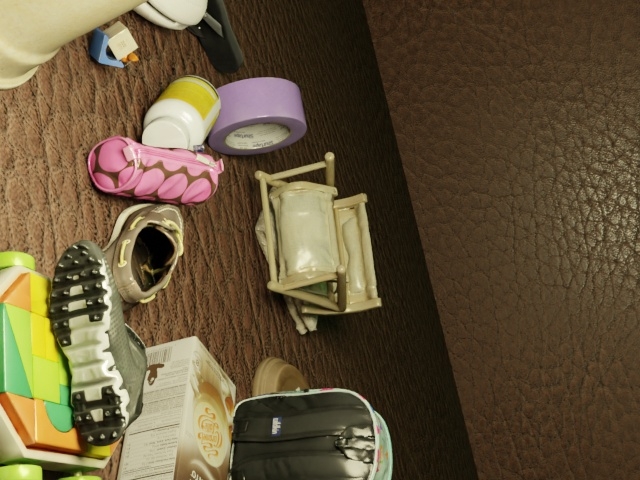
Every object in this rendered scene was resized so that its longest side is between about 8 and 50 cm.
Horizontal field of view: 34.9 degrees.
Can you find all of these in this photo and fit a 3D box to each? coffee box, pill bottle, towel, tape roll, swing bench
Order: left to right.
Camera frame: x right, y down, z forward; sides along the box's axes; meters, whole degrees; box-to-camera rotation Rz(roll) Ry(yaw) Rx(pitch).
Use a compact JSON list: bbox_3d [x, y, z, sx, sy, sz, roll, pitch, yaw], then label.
[{"bbox_3d":[-0.197,0.278,1.417,0.246,0.098,0.141,-89,156,-43],"label":"coffee box"},{"bbox_3d":[-0.234,-0.199,1.690,0.184,0.103,0.103,-72,144,-60],"label":"pill bottle"},{"bbox_3d":[-0.124,-0.232,1.922,0.189,0.189,0.080,27,50,-68],"label":"tape roll"},{"bbox_3d":[-0.058,0.042,2.146,0.187,0.049,0.282,-75,146,-59],"label":"towel"},{"bbox_3d":[0.000,0.000,2.031,0.254,0.165,0.253,45,35,-63],"label":"swing bench"}]

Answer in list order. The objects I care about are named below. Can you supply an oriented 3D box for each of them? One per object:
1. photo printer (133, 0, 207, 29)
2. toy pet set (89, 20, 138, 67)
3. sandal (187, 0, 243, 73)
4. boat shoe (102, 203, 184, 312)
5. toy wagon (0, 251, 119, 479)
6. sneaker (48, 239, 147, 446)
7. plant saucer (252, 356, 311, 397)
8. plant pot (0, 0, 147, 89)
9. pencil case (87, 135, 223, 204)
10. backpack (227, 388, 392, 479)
[{"bbox_3d":[-0.298,-0.525,1.752,0.256,0.107,0.307,23,54,-69],"label":"photo printer"},{"bbox_3d":[-0.334,-0.307,1.580,0.114,0.065,0.122,42,-15,46],"label":"toy pet set"},{"bbox_3d":[-0.221,-0.420,1.952,0.054,0.097,0.254,-57,136,-31],"label":"sandal"},{"bbox_3d":[-0.251,0.019,1.463,0.324,0.097,0.116,-58,130,-67],"label":"boat shoe"},{"bbox_3d":[-0.331,0.147,1.151,0.344,0.068,0.267,40,39,-63],"label":"toy wagon"},{"bbox_3d":[-0.254,0.116,1.187,0.106,0.078,0.234,-3,82,-75],"label":"sneaker"},{"bbox_3d":[-0.055,0.351,1.914,0.278,0.041,0.277,-16,90,-73],"label":"plant saucer"},{"bbox_3d":[-0.315,-0.388,1.244,0.334,0.306,0.333,-15,90,-73],"label":"plant pot"},{"bbox_3d":[-0.243,-0.107,1.523,0.209,0.098,0.095,2,76,-57],"label":"pencil case"},{"bbox_3d":[-0.008,0.362,1.667,0.191,0.254,0.225,51,32,-51],"label":"backpack"}]
